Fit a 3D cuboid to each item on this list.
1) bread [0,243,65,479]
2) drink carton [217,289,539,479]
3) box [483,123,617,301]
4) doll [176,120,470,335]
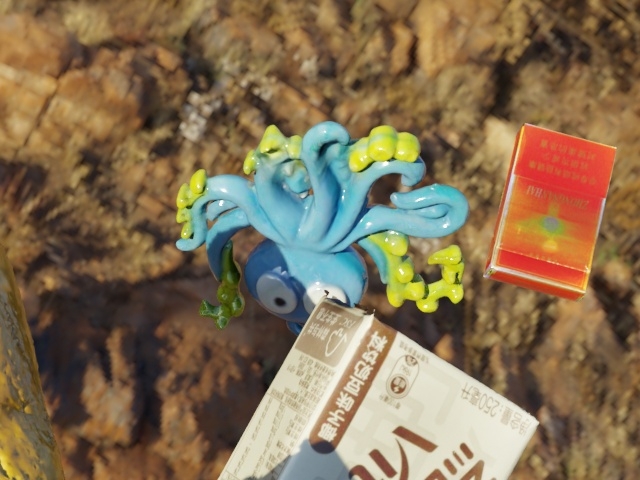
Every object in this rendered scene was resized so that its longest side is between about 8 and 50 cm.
[{"bbox_3d":[-0.306,0.178,1.216,0.165,0.236,0.375,-9,64,-20],"label":"bread"},{"bbox_3d":[0.020,0.232,1.251,0.194,0.324,0.132,32,-6,-19],"label":"drink carton"},{"bbox_3d":[0.255,-0.031,1.623,0.112,0.048,0.175,16,76,-1],"label":"box"},{"bbox_3d":[0.000,0.000,1.686,0.346,0.341,0.099,5,47,2],"label":"doll"}]
